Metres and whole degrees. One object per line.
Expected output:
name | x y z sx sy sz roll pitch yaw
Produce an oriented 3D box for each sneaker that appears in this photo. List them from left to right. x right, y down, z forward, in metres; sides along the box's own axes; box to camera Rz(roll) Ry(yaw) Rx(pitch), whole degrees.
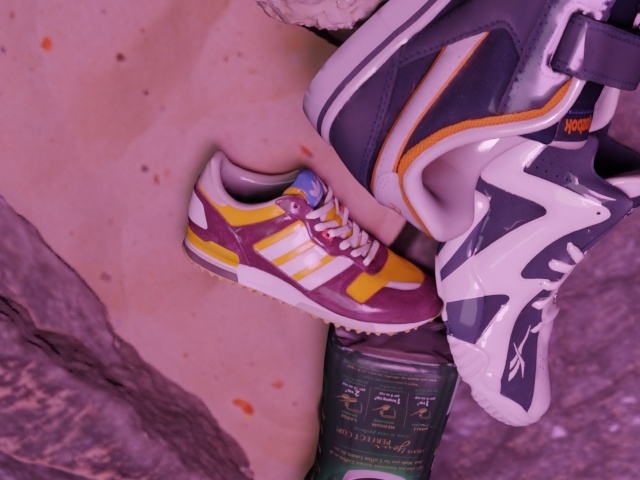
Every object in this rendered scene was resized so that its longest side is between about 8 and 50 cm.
sneaker | 0.000 0.000 0.844 0.185 0.069 0.084 16 120 2
sneaker | 0.155 0.006 0.804 0.153 0.094 0.235 -10 101 23
sneaker | 0.134 -0.133 0.677 0.321 0.126 0.127 -48 67 28

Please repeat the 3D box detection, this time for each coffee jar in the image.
coffee jar | 0.039 0.144 0.892 0.096 0.079 0.184 9 114 -2

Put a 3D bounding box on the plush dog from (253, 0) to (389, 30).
plush dog | 0.015 -0.225 0.687 0.211 0.262 0.225 28 108 34
